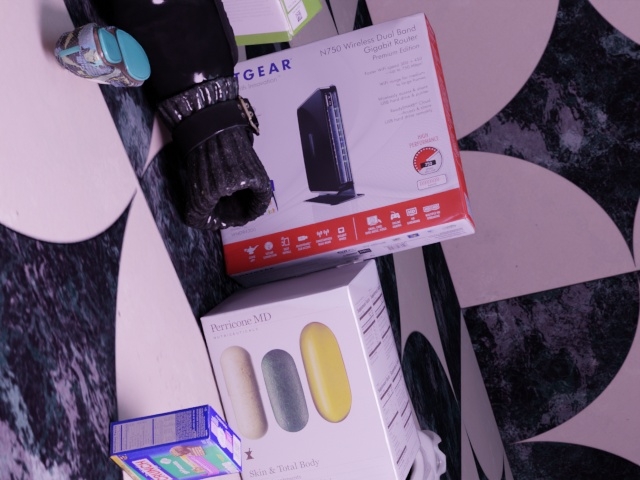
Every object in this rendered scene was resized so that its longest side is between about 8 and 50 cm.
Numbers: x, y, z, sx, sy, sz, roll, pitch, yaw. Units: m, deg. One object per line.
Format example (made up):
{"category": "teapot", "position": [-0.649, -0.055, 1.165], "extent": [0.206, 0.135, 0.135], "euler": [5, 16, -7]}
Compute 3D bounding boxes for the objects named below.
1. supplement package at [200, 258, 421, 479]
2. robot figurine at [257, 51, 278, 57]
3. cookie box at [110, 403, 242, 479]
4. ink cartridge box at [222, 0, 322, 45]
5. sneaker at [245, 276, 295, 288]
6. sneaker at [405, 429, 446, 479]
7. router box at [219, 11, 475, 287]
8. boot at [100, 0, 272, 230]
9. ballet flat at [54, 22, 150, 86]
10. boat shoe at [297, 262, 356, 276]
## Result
{"category": "supplement package", "position": [-0.007, 0.185, 1.848], "extent": [0.198, 0.199, 0.263], "euler": [-38, 114, -76]}
{"category": "robot figurine", "position": [-0.026, -0.143, 2.154], "extent": [0.173, 0.209, 0.278], "euler": [20, -47, 58]}
{"category": "cookie box", "position": [-0.144, 0.208, 1.439], "extent": [0.092, 0.107, 0.040], "euler": [58, 24, -54]}
{"category": "ink cartridge box", "position": [-0.131, -0.385, 1.867], "extent": [0.097, 0.188, 0.255], "euler": [-51, 131, -44]}
{"category": "sneaker", "position": [-0.059, 0.068, 2.053], "extent": [0.178, 0.072, 0.077], "euler": [-69, 155, -58]}
{"category": "sneaker", "position": [0.147, 0.481, 2.480], "extent": [0.146, 0.122, 0.331], "euler": [24, 53, -52]}
{"category": "router box", "position": [0.016, -0.121, 1.961], "extent": [0.082, 0.335, 0.301], "euler": [41, 36, -69]}
{"category": "boot", "position": [-0.154, -0.170, 1.726], "extent": [0.348, 0.131, 0.260], "euler": [44, 35, -68]}
{"category": "ballet flat", "position": [-0.238, -0.197, 1.545], "extent": [0.188, 0.070, 0.070], "euler": [17, 61, -80]}
{"category": "boat shoe", "position": [0.000, 0.000, 2.278], "extent": [0.097, 0.116, 0.325], "euler": [62, 25, -58]}
